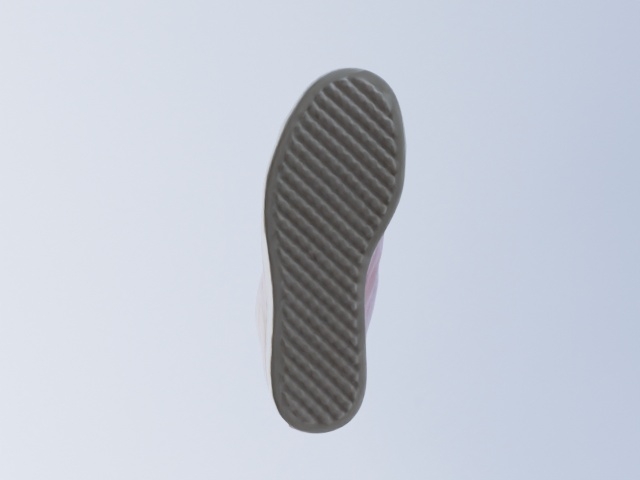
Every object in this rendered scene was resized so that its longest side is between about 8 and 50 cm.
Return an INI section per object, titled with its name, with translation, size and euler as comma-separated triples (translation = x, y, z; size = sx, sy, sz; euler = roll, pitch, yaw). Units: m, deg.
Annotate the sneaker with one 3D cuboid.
[sneaker]
translation = 0.000, 0.000, 0.528
size = 0.051, 0.070, 0.134
euler = 5, -81, -6
